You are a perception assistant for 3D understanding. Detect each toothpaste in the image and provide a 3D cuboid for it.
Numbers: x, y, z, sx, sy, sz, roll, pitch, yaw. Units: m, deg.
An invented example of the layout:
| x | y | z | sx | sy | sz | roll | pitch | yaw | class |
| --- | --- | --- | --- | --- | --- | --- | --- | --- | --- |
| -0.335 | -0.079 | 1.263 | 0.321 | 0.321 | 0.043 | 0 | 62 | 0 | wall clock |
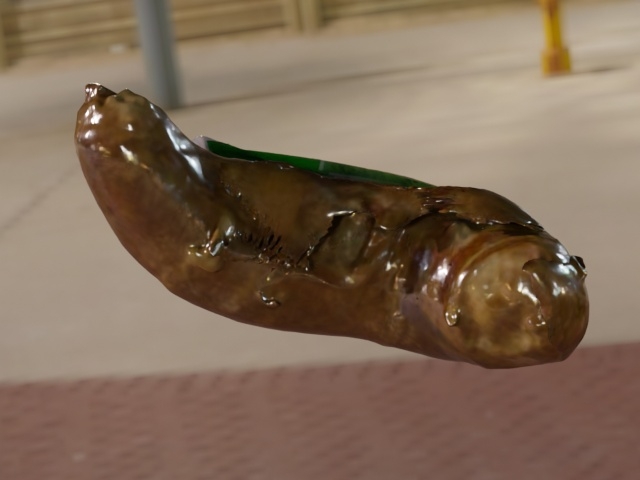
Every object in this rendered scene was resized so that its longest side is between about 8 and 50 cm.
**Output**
| x | y | z | sx | sy | sz | roll | pitch | yaw | class |
| --- | --- | --- | --- | --- | --- | --- | --- | --- | --- |
| 0.000 | -0.034 | 1.325 | 0.248 | 0.047 | 0.078 | 8 | -3 | -22 | toothpaste |

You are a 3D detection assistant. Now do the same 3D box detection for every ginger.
| x | y | z | sx | sy | sz | roll | pitch | yaw | class |
| --- | --- | --- | --- | --- | --- | --- | --- | --- | --- |
| 0.006 | 0.004 | 1.134 | 0.309 | 0.107 | 0.133 | 14 | -10 | 11 | ginger |
